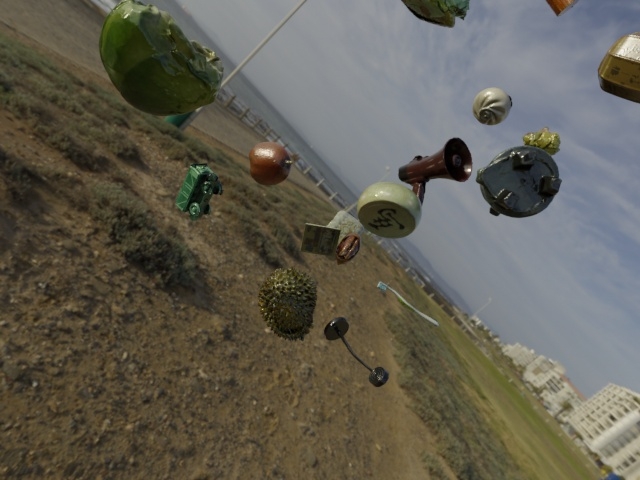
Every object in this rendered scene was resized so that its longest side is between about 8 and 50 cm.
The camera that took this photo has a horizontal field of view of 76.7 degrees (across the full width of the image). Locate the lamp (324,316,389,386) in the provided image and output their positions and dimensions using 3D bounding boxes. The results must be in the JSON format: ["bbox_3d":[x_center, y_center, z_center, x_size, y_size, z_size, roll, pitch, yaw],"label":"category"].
[{"bbox_3d":[0.109,0.395,1.464,0.109,0.130,0.371,50,1,-24],"label":"lamp"}]

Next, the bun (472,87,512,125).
[{"bbox_3d":[0.771,-0.600,1.844,0.172,0.120,0.173,33,-25,18],"label":"bun"}]

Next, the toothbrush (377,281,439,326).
[{"bbox_3d":[0.294,0.212,1.342,0.262,0.026,0.022,34,-28,-11],"label":"toothbrush"}]

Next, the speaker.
[{"bbox_3d":[0.513,-0.285,1.844,0.198,0.329,0.260,-13,86,-35],"label":"speaker"}]

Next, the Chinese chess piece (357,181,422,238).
[{"bbox_3d":[0.263,-0.112,1.556,0.250,0.250,0.101,43,53,-30],"label":"Chinese chess piece"}]

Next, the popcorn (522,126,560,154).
[{"bbox_3d":[0.925,-0.404,1.693,0.126,0.125,0.145,60,-6,-20],"label":"popcorn"}]

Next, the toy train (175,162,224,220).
[{"bbox_3d":[-0.551,-0.217,1.852,0.154,0.270,0.115,44,31,17],"label":"toy train"}]

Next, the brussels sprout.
[{"bbox_3d":[-0.511,-0.567,1.306,0.370,0.315,0.276,20,32,-32],"label":"brussels sprout"}]

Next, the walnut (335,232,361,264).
[{"bbox_3d":[0.139,0.044,2.073,0.115,0.207,0.116,29,-25,15],"label":"walnut"}]

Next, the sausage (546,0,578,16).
[{"bbox_3d":[0.691,-0.803,1.235,0.234,0.071,0.071,58,9,5],"label":"sausage"}]

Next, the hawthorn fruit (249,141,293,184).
[{"bbox_3d":[-0.211,-0.345,1.829,0.251,0.200,0.199,11,-21,45],"label":"hawthorn fruit"}]

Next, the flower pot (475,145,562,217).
[{"bbox_3d":[0.762,-0.229,1.604,0.299,0.299,0.283,47,11,1],"label":"flower pot"}]

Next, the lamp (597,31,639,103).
[{"bbox_3d":[0.837,-0.442,1.041,0.185,0.161,0.161,43,4,35],"label":"lamp"}]

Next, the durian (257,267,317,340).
[{"bbox_3d":[-0.132,0.259,1.631,0.258,0.257,0.293,-118,-155,-61],"label":"durian"}]

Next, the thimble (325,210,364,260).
[{"bbox_3d":[0.101,-0.027,2.425,0.195,0.291,0.291,42,8,1],"label":"thimble"}]

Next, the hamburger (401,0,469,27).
[{"bbox_3d":[0.340,-0.691,1.163,0.235,0.125,0.214,17,31,-54],"label":"hamburger"}]

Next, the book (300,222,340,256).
[{"bbox_3d":[0.000,0.000,2.134,0.192,0.168,0.013,9,26,-9],"label":"book"}]
